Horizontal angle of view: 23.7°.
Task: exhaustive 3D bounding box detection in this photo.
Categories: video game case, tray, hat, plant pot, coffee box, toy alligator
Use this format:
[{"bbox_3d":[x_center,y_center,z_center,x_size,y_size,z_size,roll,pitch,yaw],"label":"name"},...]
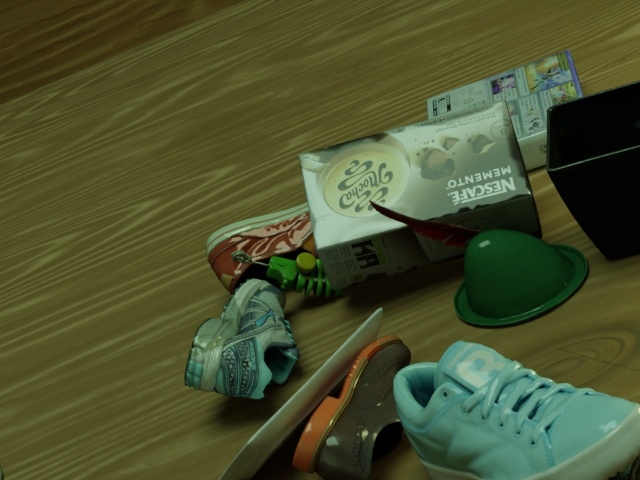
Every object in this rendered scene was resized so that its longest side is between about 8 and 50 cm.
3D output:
[{"bbox_3d":[0.290,-0.182,2.352,0.244,0.061,0.269,-19,26,13],"label":"video game case"},{"bbox_3d":[-0.017,0.197,1.852,0.270,0.030,0.145,-43,-9,-35],"label":"tray"},{"bbox_3d":[0.217,-0.008,1.933,0.208,0.183,0.173,-33,27,-19],"label":"hat"},{"bbox_3d":[0.404,-0.086,1.949,0.188,0.167,0.188,-16,26,17],"label":"plant pot"},{"bbox_3d":[0.136,-0.061,2.077,0.297,0.119,0.168,-14,57,6],"label":"coffee box"},{"bbox_3d":[-0.033,0.051,2.130,0.190,0.056,0.051,7,57,-13],"label":"toy alligator"}]

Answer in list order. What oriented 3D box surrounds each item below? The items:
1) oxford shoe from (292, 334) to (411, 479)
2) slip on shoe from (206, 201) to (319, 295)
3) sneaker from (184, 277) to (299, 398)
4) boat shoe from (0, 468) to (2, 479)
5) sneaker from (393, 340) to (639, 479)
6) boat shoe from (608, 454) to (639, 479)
[{"bbox_3d":[0.062,0.205,1.797,0.098,0.096,0.271,24,35,13],"label":"oxford shoe"},{"bbox_3d":[0.000,0.000,2.214,0.331,0.123,0.101,-18,59,-1],"label":"slip on shoe"},{"bbox_3d":[-0.084,0.143,2.023,0.122,0.110,0.283,20,23,9],"label":"sneaker"},{"bbox_3d":[-0.467,0.307,2.069,0.042,0.049,0.133,-51,33,6],"label":"boat shoe"},{"bbox_3d":[0.181,0.176,1.545,0.135,0.150,0.366,-41,13,-29],"label":"sneaker"},{"bbox_3d":[0.265,0.265,1.492,0.080,0.073,0.223,1,34,41],"label":"boat shoe"}]
